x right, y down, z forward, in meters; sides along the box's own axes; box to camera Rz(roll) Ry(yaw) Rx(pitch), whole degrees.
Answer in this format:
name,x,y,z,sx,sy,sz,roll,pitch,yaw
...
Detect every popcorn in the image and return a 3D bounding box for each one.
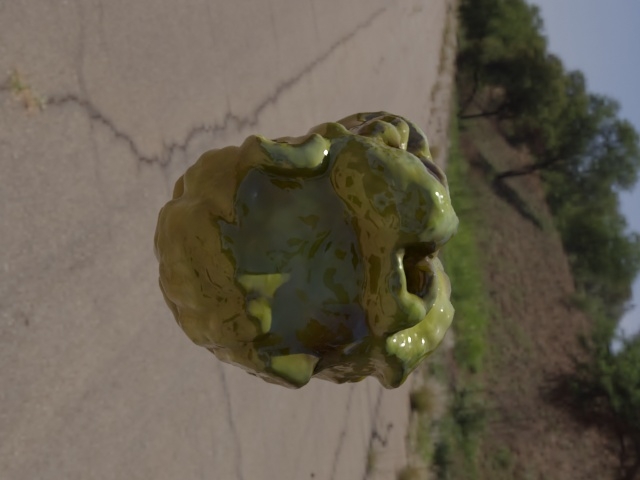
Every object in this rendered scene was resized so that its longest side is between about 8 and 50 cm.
name,x,y,z,sx,sy,sz,roll,pitch,yaw
popcorn,0.000,0.000,0.693,0.203,0.226,0.200,-65,-160,0
